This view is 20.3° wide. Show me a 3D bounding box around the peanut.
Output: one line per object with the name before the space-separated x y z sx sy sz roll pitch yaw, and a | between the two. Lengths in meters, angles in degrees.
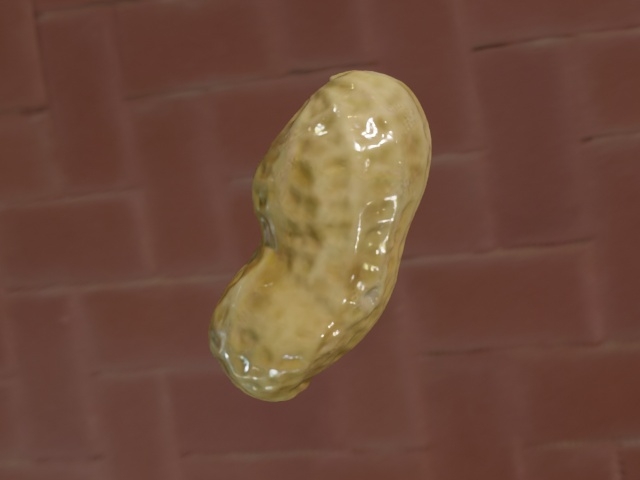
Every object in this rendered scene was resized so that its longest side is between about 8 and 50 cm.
peanut | 0.000 0.000 1.548 0.147 0.147 0.305 22 104 21
